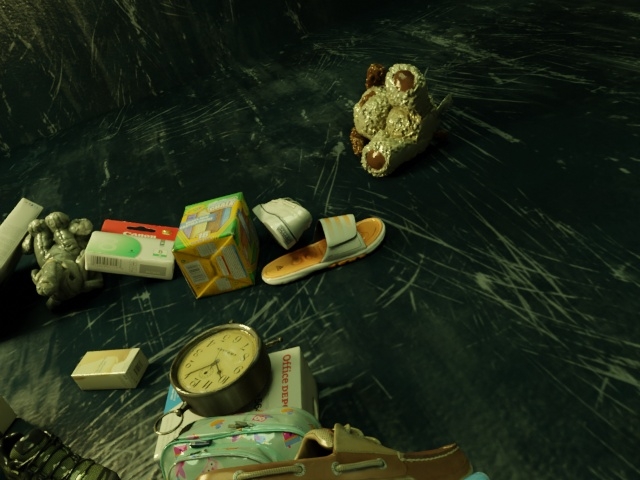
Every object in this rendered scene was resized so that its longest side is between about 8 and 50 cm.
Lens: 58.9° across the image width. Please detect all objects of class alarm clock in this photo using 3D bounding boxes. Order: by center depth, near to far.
[{"bbox_3d":[-0.144,0.187,0.755,0.129,0.064,0.192,12,40,40],"label":"alarm clock"}]

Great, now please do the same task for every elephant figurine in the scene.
[{"bbox_3d":[-0.565,0.073,1.242,0.169,0.185,0.240,-43,53,25],"label":"elephant figurine"}]

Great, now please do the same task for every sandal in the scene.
[{"bbox_3d":[0.003,0.005,1.105,0.265,0.076,0.102,-23,33,-7],"label":"sandal"}]

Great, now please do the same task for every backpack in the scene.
[{"bbox_3d":[-0.074,0.279,0.639,0.188,0.166,0.144,-11,-3,-3],"label":"backpack"}]

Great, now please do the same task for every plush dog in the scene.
[{"bbox_3d":[0.173,-0.299,1.382,0.210,0.263,0.225,-1,27,-42],"label":"plush dog"}]

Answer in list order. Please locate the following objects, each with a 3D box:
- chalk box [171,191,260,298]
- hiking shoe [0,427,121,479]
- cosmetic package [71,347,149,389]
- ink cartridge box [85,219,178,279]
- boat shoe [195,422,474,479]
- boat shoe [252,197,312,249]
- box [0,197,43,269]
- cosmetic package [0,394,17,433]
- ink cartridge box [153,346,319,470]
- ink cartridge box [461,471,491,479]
[{"bbox_3d":[-0.205,-0.005,1.178,0.131,0.133,0.213,-14,34,9],"label":"chalk box"},{"bbox_3d":[-0.378,0.321,0.789,0.226,0.114,0.086,0,37,28],"label":"hiking shoe"},{"bbox_3d":[-0.368,0.226,0.996,0.114,0.041,0.060,-8,34,17],"label":"cosmetic package"},{"bbox_3d":[-0.415,-0.001,1.285,0.180,0.056,0.225,8,31,-13],"label":"ink cartridge box"},{"bbox_3d":[0.026,0.234,0.550,0.324,0.123,0.117,2,57,-41],"label":"boat shoe"},{"bbox_3d":[-0.072,-0.043,1.157,0.084,0.095,0.258,-39,20,-6],"label":"boat shoe"},{"bbox_3d":[-0.744,0.075,1.284,0.232,0.058,0.322,-53,21,25],"label":"box"},{"bbox_3d":[-0.635,0.341,0.861,0.129,0.153,0.296,-5,36,20],"label":"cosmetic package"},{"bbox_3d":[-0.109,0.246,0.791,0.202,0.086,0.148,-16,32,6],"label":"ink cartridge box"},{"bbox_3d":[0.016,0.391,0.364,0.394,0.166,0.286,-24,52,-9],"label":"ink cartridge box"}]
